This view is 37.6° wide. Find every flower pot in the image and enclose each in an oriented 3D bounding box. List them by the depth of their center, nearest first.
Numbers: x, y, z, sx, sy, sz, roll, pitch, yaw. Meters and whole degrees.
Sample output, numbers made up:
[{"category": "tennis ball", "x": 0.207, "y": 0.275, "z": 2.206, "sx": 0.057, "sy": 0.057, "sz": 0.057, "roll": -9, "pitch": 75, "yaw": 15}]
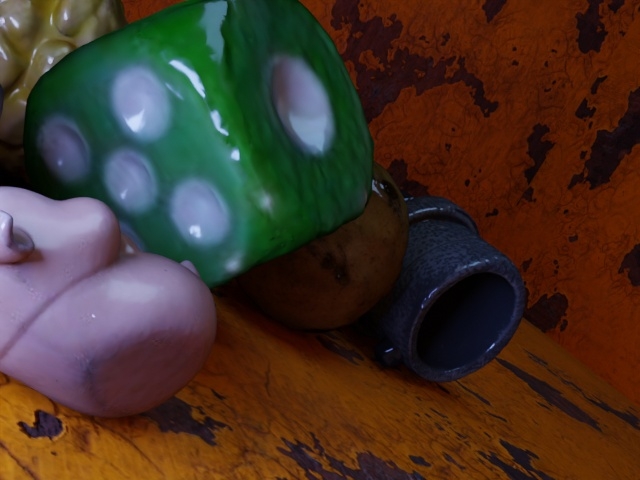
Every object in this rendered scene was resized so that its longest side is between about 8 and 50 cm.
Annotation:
[{"category": "flower pot", "x": 0.167, "y": 0.083, "z": 1.605, "sx": 0.299, "sy": 0.299, "sz": 0.283, "roll": 25, "pitch": 15, "yaw": -42}]

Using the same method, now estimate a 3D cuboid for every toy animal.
[{"category": "toy animal", "x": -0.195, "y": 0.051, "z": 0.737, "sx": 0.250, "sy": 0.166, "sz": 0.154, "roll": 29, "pitch": 24, "yaw": -38}]

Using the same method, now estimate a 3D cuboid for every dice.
[{"category": "dice", "x": -0.132, "y": -0.104, "z": 1.076, "sx": 0.297, "sy": 0.300, "sz": 0.287, "roll": -34, "pitch": 101, "yaw": -57}]

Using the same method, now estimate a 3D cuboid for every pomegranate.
[{"category": "pomegranate", "x": 0.000, "y": 0.000, "z": 1.392, "sx": 0.281, "sy": 0.281, "sz": 0.281, "roll": 31, "pitch": 7, "yaw": -4}]

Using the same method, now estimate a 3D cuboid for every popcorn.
[{"category": "popcorn", "x": -0.422, "y": -0.282, "z": 1.254, "sx": 0.354, "sy": 0.390, "sz": 0.344, "roll": 1, "pitch": -16, "yaw": 11}]

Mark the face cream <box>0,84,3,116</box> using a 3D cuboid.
[{"category": "face cream", "x": -0.440, "y": -0.136, "z": 0.706, "sx": 0.357, "sy": 0.219, "sz": 0.312, "roll": 29, "pitch": 8, "yaw": -11}]
